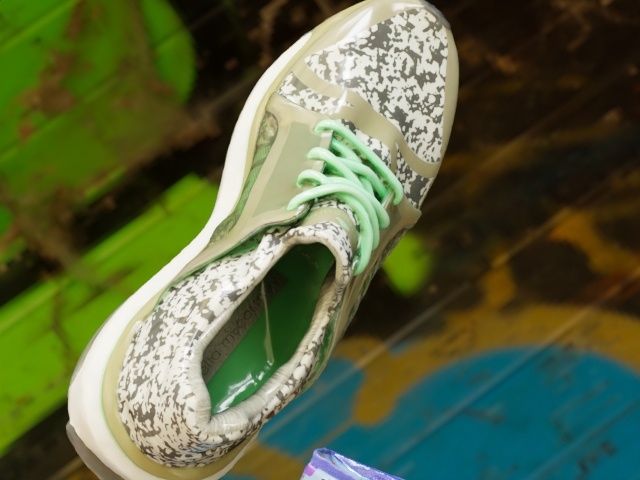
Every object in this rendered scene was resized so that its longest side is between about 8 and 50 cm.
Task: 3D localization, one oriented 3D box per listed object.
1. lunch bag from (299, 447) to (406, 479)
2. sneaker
[{"bbox_3d":[0.047,0.343,1.814,0.293,0.221,0.138,22,6,35],"label":"lunch bag"},{"bbox_3d":[0.000,0.000,1.283,0.158,0.410,0.182,37,-20,-18],"label":"sneaker"}]
